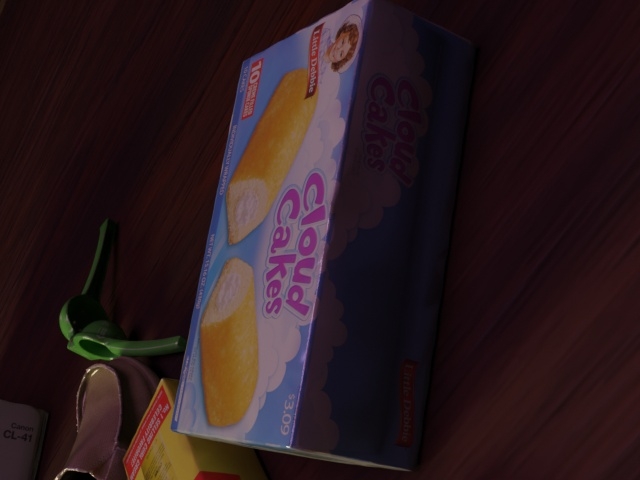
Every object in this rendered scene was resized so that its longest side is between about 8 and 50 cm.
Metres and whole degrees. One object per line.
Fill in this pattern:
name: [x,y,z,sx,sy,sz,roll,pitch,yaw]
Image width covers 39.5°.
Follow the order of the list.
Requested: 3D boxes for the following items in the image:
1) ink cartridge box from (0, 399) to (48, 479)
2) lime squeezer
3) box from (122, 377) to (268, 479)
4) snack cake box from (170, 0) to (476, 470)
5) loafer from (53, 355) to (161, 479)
ink cartridge box: [-0.498,0.259,1.081,0.306,0.226,0.131,-21,57,53]
lime squeezer: [-0.209,0.079,0.904,0.110,0.059,0.310,-38,31,-7]
box: [-0.072,0.194,0.598,0.087,0.058,0.232,-62,32,17]
snack cake box: [0.000,0.000,0.560,0.152,0.089,0.264,-13,64,56]
loafer: [-0.175,0.194,0.730,0.102,0.092,0.268,-55,35,23]
